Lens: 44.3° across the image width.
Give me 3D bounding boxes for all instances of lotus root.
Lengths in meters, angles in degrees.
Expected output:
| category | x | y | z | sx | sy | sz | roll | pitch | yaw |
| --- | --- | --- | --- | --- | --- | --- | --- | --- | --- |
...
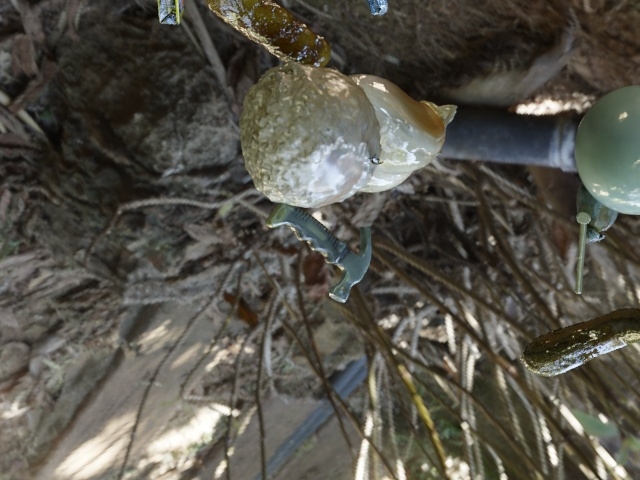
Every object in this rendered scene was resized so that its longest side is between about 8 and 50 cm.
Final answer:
| category | x | y | z | sx | sy | sz | roll | pitch | yaw |
| --- | --- | --- | --- | --- | --- | --- | --- | --- | --- |
| lotus root | 0.594 | -0.074 | 1.684 | 0.088 | 0.088 | 0.165 | 19 | 77 | -56 |

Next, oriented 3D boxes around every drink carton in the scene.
| category | x | y | z | sx | sy | sz | roll | pitch | yaw |
| --- | --- | --- | --- | --- | --- | --- | --- | --- | --- |
| drink carton | -0.349 | -0.590 | 1.810 | 0.056 | 0.071 | 0.166 | 7 | 131 | 1 |

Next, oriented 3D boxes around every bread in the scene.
| category | x | y | z | sx | sy | sz | roll | pitch | yaw |
| --- | --- | --- | --- | --- | --- | --- | --- | --- | --- |
| bread | -0.120 | -0.416 | 1.472 | 0.344 | 0.124 | 0.084 | 27 | 85 | -38 |

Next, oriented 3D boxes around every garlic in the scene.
| category | x | y | z | sx | sy | sz | roll | pitch | yaw |
| --- | --- | --- | --- | --- | --- | --- | --- | --- | --- |
| garlic | 0.124 | -0.229 | 1.687 | 0.313 | 0.286 | 0.250 | 1 | 93 | -41 |

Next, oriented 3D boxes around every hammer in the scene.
| category | x | y | z | sx | sy | sz | roll | pitch | yaw |
| --- | --- | --- | --- | --- | --- | --- | --- | --- | --- |
| hammer | 0.000 | 0.000 | 1.551 | 0.159 | 0.226 | 0.041 | -60 | -161 | -16 |
| hammer | 0.536 | 0.019 | 1.616 | 0.060 | 0.028 | 0.195 | -48 | 140 | -56 |

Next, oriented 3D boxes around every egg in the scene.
| category | x | y | z | sx | sy | sz | roll | pitch | yaw |
| --- | --- | --- | --- | --- | --- | --- | --- | --- | --- |
| egg | -0.019 | -0.189 | 1.433 | 0.279 | 0.279 | 0.310 | -29 | 158 | -13 |
| egg | 0.609 | -0.173 | 1.516 | 0.230 | 0.230 | 0.371 | -57 | 179 | 32 |

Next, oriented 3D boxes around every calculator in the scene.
| category | x | y | z | sx | sy | sz | roll | pitch | yaw |
| --- | --- | --- | --- | --- | --- | --- | --- | --- | --- |
| calculator | 0.098 | -0.582 | 1.728 | 0.039 | 0.210 | 0.121 | -20 | 135 | 1 |

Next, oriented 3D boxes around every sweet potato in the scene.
| category | x | y | z | sx | sy | sz | roll | pitch | yaw |
| --- | --- | --- | --- | --- | --- | --- | --- | --- | --- |
| sweet potato | 0.413 | 0.149 | 1.182 | 0.233 | 0.062 | 0.081 | -27 | -174 | 33 |
